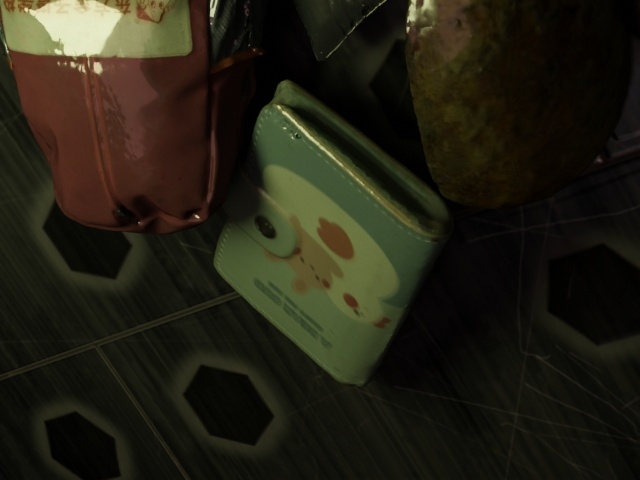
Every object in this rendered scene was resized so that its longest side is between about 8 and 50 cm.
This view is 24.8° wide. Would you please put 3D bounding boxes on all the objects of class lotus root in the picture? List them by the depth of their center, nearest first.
[{"bbox_3d":[0.187,-0.175,1.327,0.142,0.210,0.314,18,141,30],"label":"lotus root"}]

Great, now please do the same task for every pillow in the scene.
[{"bbox_3d":[0.032,-0.277,1.386,0.208,0.055,0.141,-31,77,47],"label":"pillow"}]

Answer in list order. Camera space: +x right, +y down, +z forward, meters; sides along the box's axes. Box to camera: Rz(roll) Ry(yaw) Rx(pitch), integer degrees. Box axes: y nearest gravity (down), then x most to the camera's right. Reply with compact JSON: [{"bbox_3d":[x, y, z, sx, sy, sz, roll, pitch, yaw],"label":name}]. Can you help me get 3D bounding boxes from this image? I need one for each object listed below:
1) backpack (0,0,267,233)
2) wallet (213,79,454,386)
[{"bbox_3d":[-0.185,-0.162,1.499,0.283,0.197,0.317,4,112,23],"label":"backpack"},{"bbox_3d":[0.000,0.000,1.546,0.252,0.083,0.360,42,148,12],"label":"wallet"}]
